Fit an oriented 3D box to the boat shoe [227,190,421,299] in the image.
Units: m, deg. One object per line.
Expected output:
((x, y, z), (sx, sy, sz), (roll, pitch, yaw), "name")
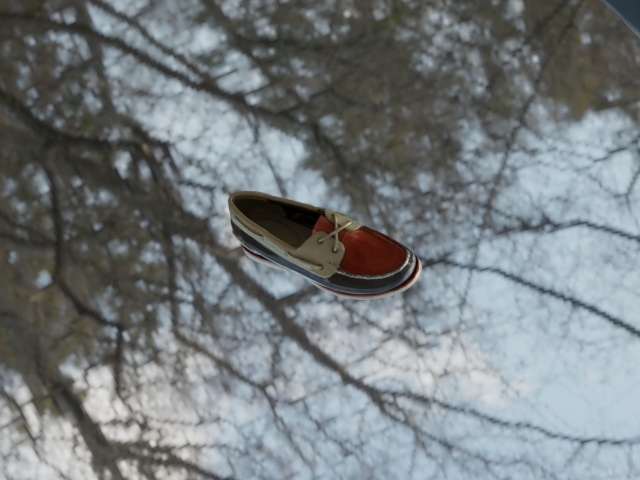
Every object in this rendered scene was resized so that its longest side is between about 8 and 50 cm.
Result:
((0.000, 0.000, 0.893), (0.137, 0.043, 0.049), (16, -126, 31), "boat shoe")

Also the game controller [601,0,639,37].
((0.061, -0.134, 0.373), (0.319, 0.067, 0.166), (47, -147, 18), "game controller")
